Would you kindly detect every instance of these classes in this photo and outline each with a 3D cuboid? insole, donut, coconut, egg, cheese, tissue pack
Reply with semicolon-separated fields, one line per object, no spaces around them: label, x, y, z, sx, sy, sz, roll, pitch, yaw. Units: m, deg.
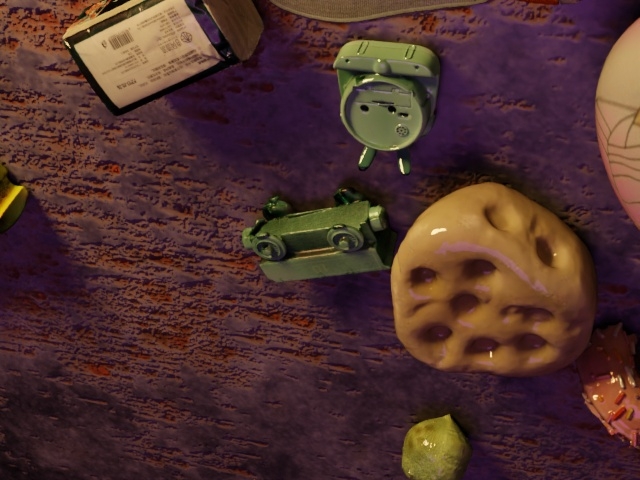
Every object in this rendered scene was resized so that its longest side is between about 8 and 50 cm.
insole;0.051;-0.238;0.921;0.232;0.003;0.080;3;129;17
donut;0.350;0.171;1.080;0.166;0.117;0.065;28;136;-5
coconut;0.146;0.264;1.248;0.088;0.096;0.088;16;169;3
egg;0.332;-0.078;0.831;0.196;0.196;0.271;1;135;19
cheese;0.173;0.049;1.039;0.218;0.117;0.235;-25;118;35
tissue pack;-0.152;-0.201;0.965;0.170;0.090;0.103;-15;121;31

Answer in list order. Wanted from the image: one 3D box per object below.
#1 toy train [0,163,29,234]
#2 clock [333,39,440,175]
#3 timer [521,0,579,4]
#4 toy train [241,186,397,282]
toy train;-0.500;-0.030;1.220;0.296;0.100;0.160;-23;119;33
clock;0.066;-0.129;0.980;0.101;0.041;0.135;7;130;14
timer;0.169;-0.258;0.807;0.136;0.099;0.136;13;122;22
toy train;0.000;0.000;1.094;0.172;0.070;0.099;-8;135;25
